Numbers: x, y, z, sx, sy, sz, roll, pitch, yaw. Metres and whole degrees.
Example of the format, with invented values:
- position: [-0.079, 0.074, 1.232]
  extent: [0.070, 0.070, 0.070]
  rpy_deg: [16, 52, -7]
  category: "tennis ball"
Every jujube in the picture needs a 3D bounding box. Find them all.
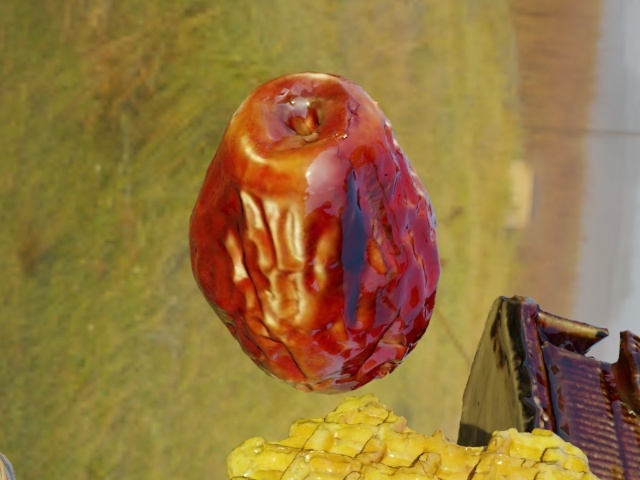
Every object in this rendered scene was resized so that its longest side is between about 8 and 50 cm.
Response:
- position: [0.000, 0.000, 1.108]
  extent: [0.290, 0.197, 0.197]
  rpy_deg: [82, 14, -52]
  category: "jujube"

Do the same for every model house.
- position: [0.280, 0.259, 1.394]
  extent: [0.317, 0.282, 0.297]
  rpy_deg: [-93, -162, -47]
  category: "model house"

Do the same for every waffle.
- position: [0.066, 0.181, 0.940]
  extent: [0.291, 0.291, 0.051]
  rpy_deg: [-71, 162, -65]
  category: "waffle"

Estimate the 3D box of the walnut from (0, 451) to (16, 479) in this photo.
- position: [-0.357, 0.244, 1.273]
  extent: [0.184, 0.155, 0.155]
  rpy_deg: [-55, 165, -11]
  category: "walnut"
